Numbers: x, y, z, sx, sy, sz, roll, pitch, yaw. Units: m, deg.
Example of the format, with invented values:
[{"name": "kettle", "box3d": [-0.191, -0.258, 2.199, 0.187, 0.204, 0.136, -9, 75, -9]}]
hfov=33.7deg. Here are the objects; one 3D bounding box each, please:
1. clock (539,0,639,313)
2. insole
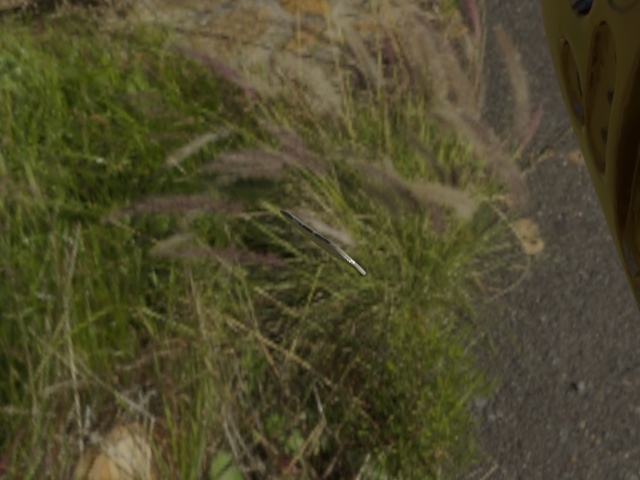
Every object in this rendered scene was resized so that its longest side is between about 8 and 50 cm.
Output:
[{"name": "clock", "box3d": [0.190, -0.080, 0.399, 0.200, 0.244, 0.317, -13, 52, -7]}, {"name": "insole", "box3d": [0.000, 0.000, 1.092, 0.006, 0.065, 0.193, -50, 23, -3]}]
